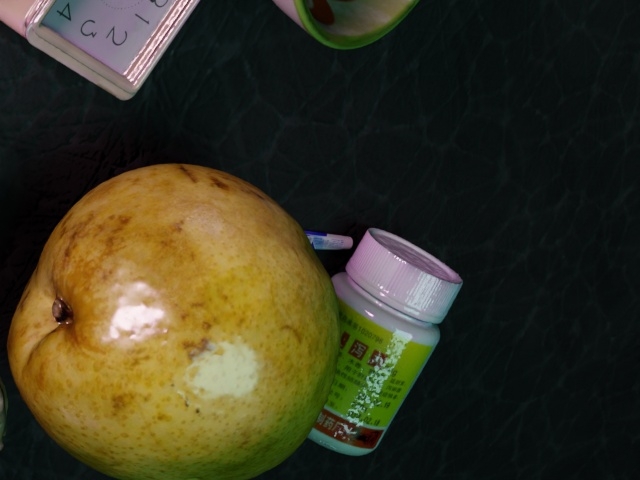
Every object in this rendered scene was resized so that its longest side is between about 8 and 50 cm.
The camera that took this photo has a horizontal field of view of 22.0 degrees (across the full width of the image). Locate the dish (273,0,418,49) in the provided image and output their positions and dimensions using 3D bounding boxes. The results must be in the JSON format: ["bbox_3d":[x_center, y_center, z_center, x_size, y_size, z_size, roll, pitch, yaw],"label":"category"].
[{"bbox_3d":[0.022,-0.339,1.439,0.324,0.124,0.324,-44,149,-36],"label":"dish"}]

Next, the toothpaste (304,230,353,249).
[{"bbox_3d":[0.000,0.000,1.787,0.083,0.015,0.024,2,119,-40],"label":"toothpaste"}]

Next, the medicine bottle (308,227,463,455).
[{"bbox_3d":[0.050,0.112,1.823,0.139,0.139,0.225,16,108,-50],"label":"medicine bottle"}]

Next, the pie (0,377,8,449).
[{"bbox_3d":[-0.433,0.198,1.456,0.339,0.077,0.339,-23,134,-26],"label":"pie"}]

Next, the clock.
[{"bbox_3d":[-0.167,-0.231,1.388,0.192,0.071,0.147,-55,142,2],"label":"clock"}]

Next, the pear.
[{"bbox_3d":[-0.136,0.086,1.493,0.304,0.304,0.304,-26,135,-29],"label":"pear"}]
